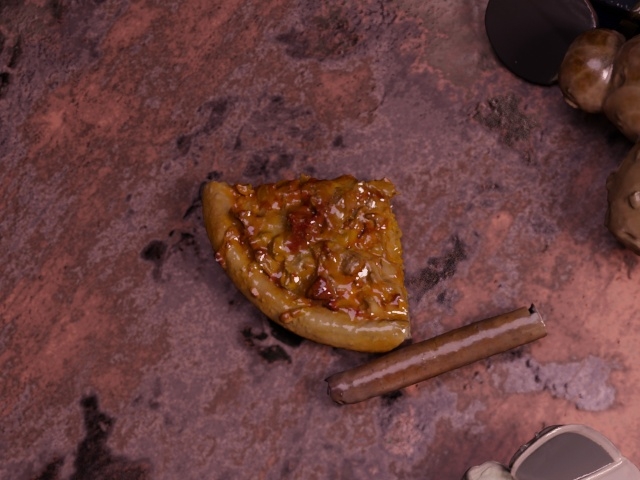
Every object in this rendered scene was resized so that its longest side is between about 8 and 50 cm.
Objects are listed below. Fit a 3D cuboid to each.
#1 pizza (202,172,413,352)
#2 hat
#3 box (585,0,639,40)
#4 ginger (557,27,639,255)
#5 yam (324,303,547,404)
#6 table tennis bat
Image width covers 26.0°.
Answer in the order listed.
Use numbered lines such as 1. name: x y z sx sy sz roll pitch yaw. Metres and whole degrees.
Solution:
1. pizza: 0.000 0.000 1.675 0.335 0.086 0.226 38 80 26
2. hat: 0.248 0.324 1.446 0.275 0.161 0.232 -13 65 -20
3. box: 0.473 -0.300 1.710 0.259 0.071 0.168 28 75 22
4. ginger: 0.409 -0.135 1.599 0.244 0.155 0.304 -23 65 7
5. yam: 0.132 0.135 1.605 0.264 0.046 0.046 -20 64 4
6. table tennis bat: 0.298 -0.244 1.725 0.220 0.019 0.130 45 113 14
